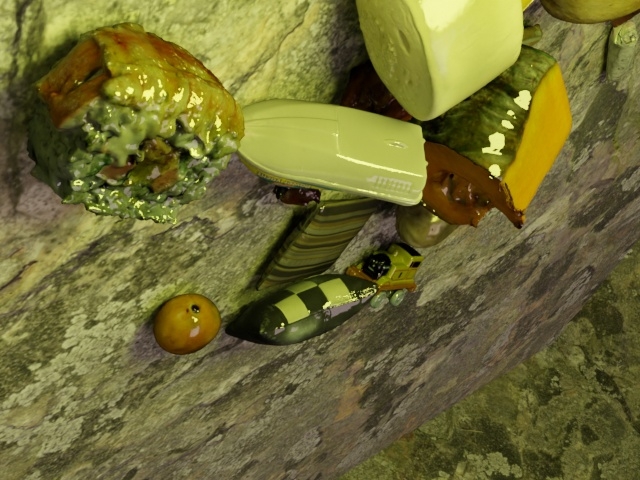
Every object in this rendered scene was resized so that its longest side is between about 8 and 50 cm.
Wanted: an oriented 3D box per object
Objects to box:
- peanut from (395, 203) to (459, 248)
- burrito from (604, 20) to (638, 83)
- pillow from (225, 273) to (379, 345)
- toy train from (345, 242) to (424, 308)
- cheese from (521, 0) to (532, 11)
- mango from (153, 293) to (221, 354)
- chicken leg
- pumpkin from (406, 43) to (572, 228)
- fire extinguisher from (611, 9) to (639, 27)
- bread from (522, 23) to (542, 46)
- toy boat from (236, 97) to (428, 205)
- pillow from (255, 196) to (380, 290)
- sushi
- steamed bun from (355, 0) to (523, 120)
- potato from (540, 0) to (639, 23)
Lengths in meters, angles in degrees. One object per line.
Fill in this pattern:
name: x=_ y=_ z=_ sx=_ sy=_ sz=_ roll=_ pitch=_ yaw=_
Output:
peanut: x=0.231 y=-0.081 z=1.677 sx=0.224 sy=0.129 sz=0.129 roll=-41 pitch=158 yaw=-24
burrito: x=0.632 y=-0.394 z=1.827 sx=0.064 sy=0.064 sz=0.203 roll=-41 pitch=157 yaw=-2
pillow: x=-0.035 y=0.130 z=1.595 sx=0.249 sy=0.106 sz=0.186 roll=-20 pitch=-177 yaw=-25
toy train: x=0.138 y=0.069 z=1.837 sx=0.219 sy=0.089 sz=0.127 roll=0 pitch=123 yaw=-56
cheese: x=0.239 y=-0.354 z=1.286 sx=0.093 sy=0.126 sz=0.171 roll=-46 pitch=175 yaw=-4
mango: x=-0.214 y=0.139 z=1.425 sx=0.111 sy=0.089 sz=0.163 roll=-31 pitch=166 yaw=4
chicken leg: x=0.040 y=-0.167 z=1.281 sx=0.304 sy=0.113 sz=0.093 roll=-42 pitch=-176 yaw=20
pumpkin: x=0.239 y=-0.164 z=1.366 sx=0.225 sy=0.256 sz=0.303 roll=-54 pitch=-157 yaw=-18
fire extinguisher: x=0.553 y=-0.472 z=1.536 sx=0.147 sy=0.107 sz=0.337 roll=-20 pitch=160 yaw=15
bread: x=0.345 y=-0.348 z=1.502 sx=0.088 sy=0.034 sz=0.049 roll=-22 pitch=164 yaw=-29
toy boat: x=0.008 y=-0.115 z=1.182 sx=0.269 sy=0.141 sz=0.141 roll=2 pitch=145 yaw=-6
pillow: x=0.000 y=0.000 z=1.545 sx=0.208 sy=0.052 sz=0.212 roll=-13 pitch=145 yaw=-56
sushi: x=-0.192 y=-0.119 z=0.947 sx=0.184 sy=0.139 sz=0.274 roll=-48 pitch=149 yaw=19
steamed bun: x=0.160 y=-0.288 z=1.102 sx=0.200 sy=0.155 sz=0.250 roll=-34 pitch=130 yaw=-12
potato: x=0.428 y=-0.431 z=1.287 sx=0.285 sy=0.242 sz=0.242 roll=-40 pitch=156 yaw=-13
